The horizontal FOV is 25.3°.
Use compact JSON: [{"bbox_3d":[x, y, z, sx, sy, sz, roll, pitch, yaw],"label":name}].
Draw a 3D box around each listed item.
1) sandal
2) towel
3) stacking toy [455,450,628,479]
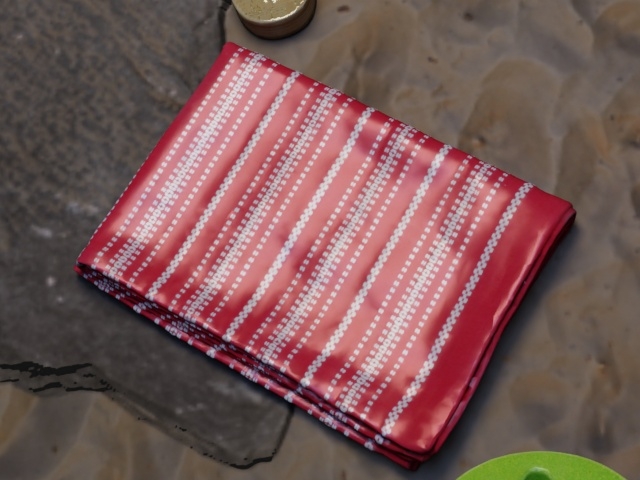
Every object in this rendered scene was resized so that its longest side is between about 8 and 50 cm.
[{"bbox_3d":[-0.064,-0.258,1.001,0.088,0.079,0.240,-22,65,1],"label":"sandal"},{"bbox_3d":[0.000,0.000,0.906,0.275,0.031,0.199,28,74,20],"label":"towel"},{"bbox_3d":[0.185,0.254,0.749,0.309,0.130,0.279,-4,40,6],"label":"stacking toy"}]
